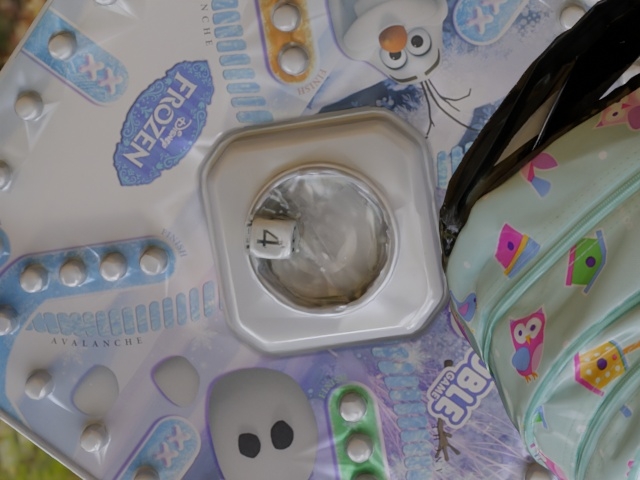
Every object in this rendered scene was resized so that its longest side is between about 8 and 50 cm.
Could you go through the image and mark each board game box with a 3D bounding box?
[{"bbox_3d":[0.000,0.000,0.915,0.390,0.390,0.050,-54,179,12],"label":"board game box"}]

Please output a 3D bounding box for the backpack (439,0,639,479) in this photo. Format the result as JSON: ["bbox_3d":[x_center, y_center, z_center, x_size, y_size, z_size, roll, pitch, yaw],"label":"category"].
[{"bbox_3d":[0.124,-0.006,0.483,0.182,0.115,0.152,-33,142,2],"label":"backpack"}]
